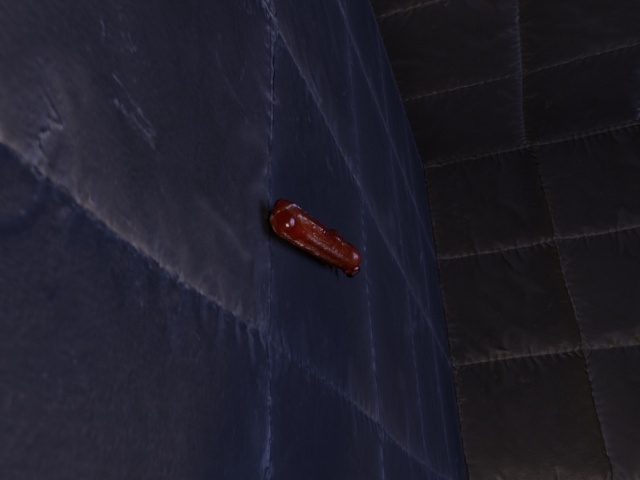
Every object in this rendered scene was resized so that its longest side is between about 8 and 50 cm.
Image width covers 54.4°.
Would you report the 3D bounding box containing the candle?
[{"bbox_3d":[0.000,0.000,0.851,0.051,0.048,0.329,41,2,20],"label":"candle"}]
